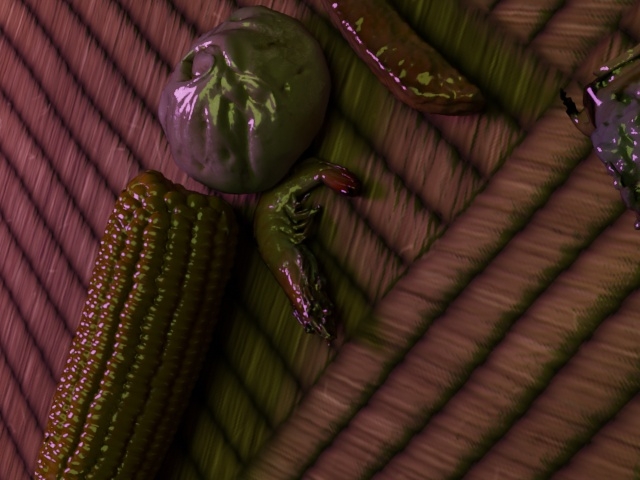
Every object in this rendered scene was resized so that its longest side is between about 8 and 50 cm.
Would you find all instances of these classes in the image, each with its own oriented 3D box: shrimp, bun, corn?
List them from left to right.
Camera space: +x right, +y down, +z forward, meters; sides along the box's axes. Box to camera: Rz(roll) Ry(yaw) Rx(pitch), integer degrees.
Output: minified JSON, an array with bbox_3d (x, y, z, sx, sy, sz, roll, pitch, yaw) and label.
[{"bbox_3d":[-0.176,0.109,0.849,0.131,0.131,0.344,23,96,37],"label":"corn"},{"bbox_3d":[-0.081,-0.135,0.836,0.183,0.102,0.183,-11,70,34],"label":"bun"},{"bbox_3d":[0.001,0.001,0.798,0.124,0.034,0.178,-45,49,19],"label":"shrimp"}]

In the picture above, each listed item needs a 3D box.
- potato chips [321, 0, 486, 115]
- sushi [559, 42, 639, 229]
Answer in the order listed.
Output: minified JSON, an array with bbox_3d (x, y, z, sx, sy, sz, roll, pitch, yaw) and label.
[{"bbox_3d":[0.024,-0.251,0.812,0.080,0.057,0.407,-32,63,13],"label":"potato chips"},{"bbox_3d":[0.263,-0.013,0.550,0.139,0.131,0.291,-34,55,29],"label":"sushi"}]
